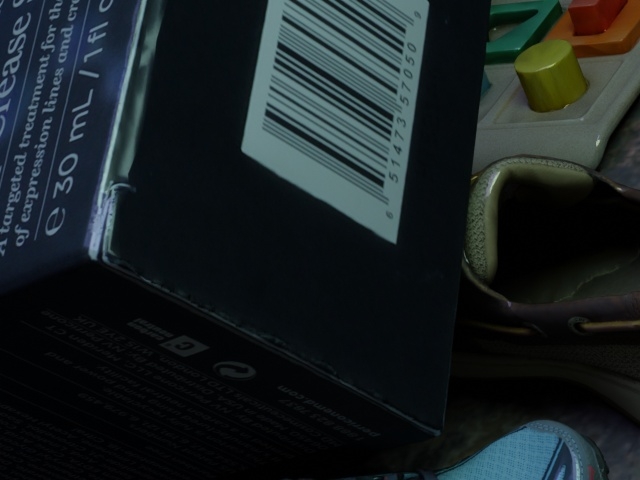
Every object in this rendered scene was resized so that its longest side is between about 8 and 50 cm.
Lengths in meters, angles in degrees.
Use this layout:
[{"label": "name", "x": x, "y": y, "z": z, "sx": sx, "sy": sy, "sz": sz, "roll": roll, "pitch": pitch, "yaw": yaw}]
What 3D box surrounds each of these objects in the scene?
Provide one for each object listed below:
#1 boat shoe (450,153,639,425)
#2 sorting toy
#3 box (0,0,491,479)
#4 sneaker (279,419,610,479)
[{"label": "boat shoe", "x": 0.111, "y": 0.003, "z": 0.972, "sx": 0.123, "sy": 0.123, "sz": 0.342, "roll": -43, "pitch": 37, "yaw": -20}, {"label": "sorting toy", "x": 0.130, "y": -0.117, "z": 1.217, "sx": 0.347, "sy": 0.047, "sz": 0.196, "roll": -1, "pitch": 42, "yaw": 39}, {"label": "box", "x": -0.131, "y": -0.032, "z": 0.999, "sx": 0.395, "sy": 0.212, "sz": 0.294, "roll": -20, "pitch": 51, "yaw": 43}, {"label": "sneaker", "x": 0.012, "y": 0.152, "z": 0.854, "sx": 0.262, "sy": 0.125, "sz": 0.104, "roll": -35, "pitch": 32, "yaw": -7}]
